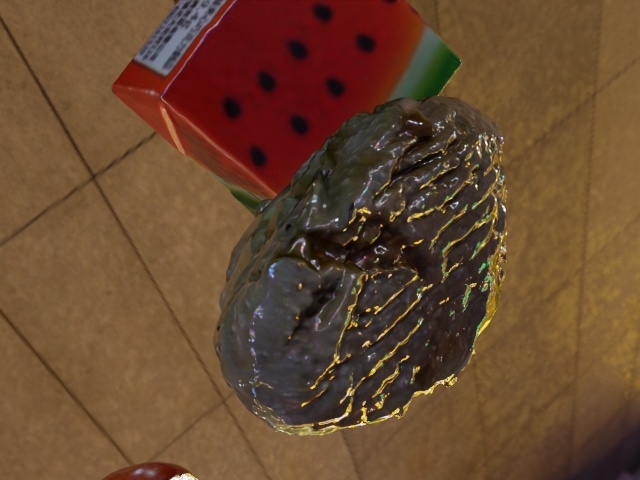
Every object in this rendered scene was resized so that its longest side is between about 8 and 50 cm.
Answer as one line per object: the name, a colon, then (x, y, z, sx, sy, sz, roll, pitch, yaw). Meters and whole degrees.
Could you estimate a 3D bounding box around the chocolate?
chocolate: (-0.031, -0.217, 1.251, 0.341, 0.161, 0.360, 40, 85, -27)

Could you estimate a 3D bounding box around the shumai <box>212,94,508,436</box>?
shumai: (-0.003, -0.001, 0.835, 0.346, 0.283, 0.217, -48, 126, -24)

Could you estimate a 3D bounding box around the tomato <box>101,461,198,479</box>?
tomato: (-0.203, 0.295, 0.978, 0.159, 0.091, 0.139, -64, 156, -14)
